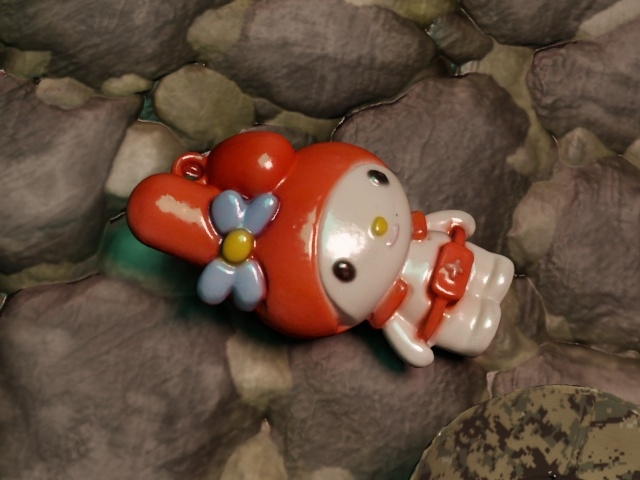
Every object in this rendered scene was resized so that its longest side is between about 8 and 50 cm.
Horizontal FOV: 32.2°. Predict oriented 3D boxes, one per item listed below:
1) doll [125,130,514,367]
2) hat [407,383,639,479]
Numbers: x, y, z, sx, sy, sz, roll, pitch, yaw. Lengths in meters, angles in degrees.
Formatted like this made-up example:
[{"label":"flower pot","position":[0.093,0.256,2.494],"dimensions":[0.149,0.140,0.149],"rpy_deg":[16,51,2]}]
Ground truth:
[{"label":"doll","position":[0.000,0.000,0.844],"dimensions":[0.290,0.130,0.161],"rpy_deg":[22,70,-4]},{"label":"hat","position":[0.155,0.226,0.726],"dimensions":[0.266,0.128,0.265],"rpy_deg":[7,62,-13]}]
